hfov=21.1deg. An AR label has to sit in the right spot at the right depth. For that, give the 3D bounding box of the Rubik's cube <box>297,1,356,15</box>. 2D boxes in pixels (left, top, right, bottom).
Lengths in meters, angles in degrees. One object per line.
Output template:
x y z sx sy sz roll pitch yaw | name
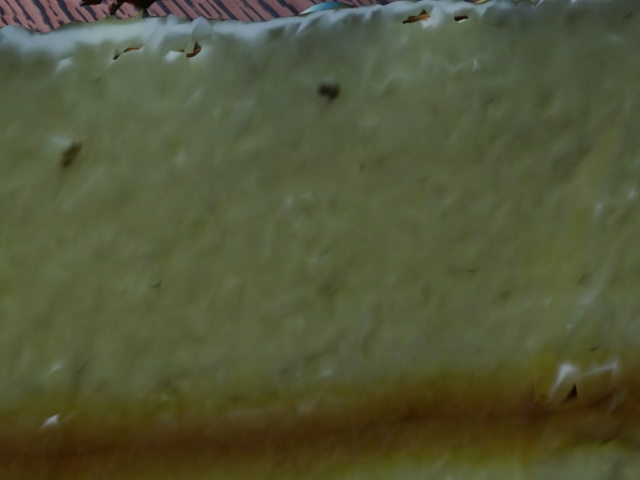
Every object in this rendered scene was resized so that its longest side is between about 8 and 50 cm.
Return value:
0.000 0.000 0.872 0.254 0.254 0.254 -6 44 6 | Rubik's cube

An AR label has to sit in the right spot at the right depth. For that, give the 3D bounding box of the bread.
0.027 0.074 0.592 0.404 0.242 0.346 -4 85 30 | bread
